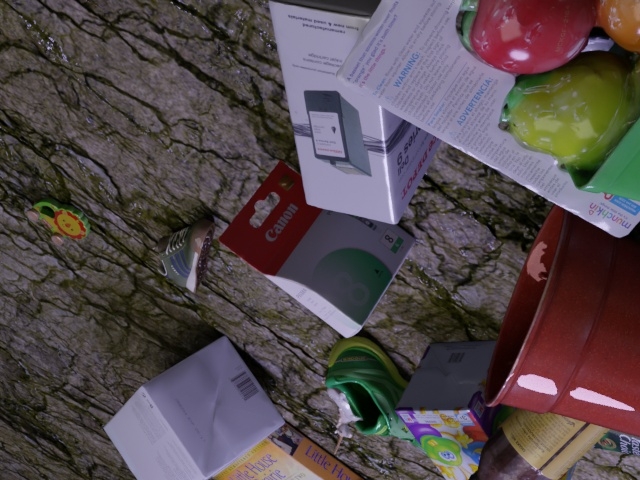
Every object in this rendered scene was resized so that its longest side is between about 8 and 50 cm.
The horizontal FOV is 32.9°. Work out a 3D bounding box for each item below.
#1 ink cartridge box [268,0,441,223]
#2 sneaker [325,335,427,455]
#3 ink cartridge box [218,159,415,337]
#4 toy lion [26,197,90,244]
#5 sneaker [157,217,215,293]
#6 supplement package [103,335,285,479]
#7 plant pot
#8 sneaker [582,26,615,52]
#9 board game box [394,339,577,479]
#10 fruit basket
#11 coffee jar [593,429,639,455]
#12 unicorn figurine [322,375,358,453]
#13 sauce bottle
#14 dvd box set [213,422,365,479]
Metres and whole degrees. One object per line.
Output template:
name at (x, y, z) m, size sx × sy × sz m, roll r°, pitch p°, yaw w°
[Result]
ink cartridge box at (0.059, -0.195, 1.201) m, size 0.121 × 0.211 × 0.289 m, roll 14°, pitch 141°, yaw 22°
sneaker at (0.116, 0.286, 1.787) m, size 0.295 × 0.123 × 0.109 m, roll 41°, pitch 143°, yaw -12°
ink cartridge box at (0.000, 0.000, 1.495) m, size 0.225 × 0.181 × 0.056 m, roll 39°, pitch 143°, yaw -5°
toy lion at (-0.460, -0.038, 1.932) m, size 0.096 × 0.034 × 0.100 m, roll -25°, pitch 115°, yaw 42°
sneaker at (-0.229, 0.017, 1.786) m, size 0.086 × 0.064 × 0.192 m, roll 25°, pitch 147°, yaw 4°
supplement package at (-0.240, 0.343, 2.018) m, size 0.199 × 0.198 × 0.263 m, roll 55°, pitch 144°, yaw 7°
plant pot at (0.369, 0.118, 1.306) m, size 0.265 × 0.272 × 0.272 m, roll 20°, pitch 143°, yaw 4°
sneaker at (0.308, -0.211, 1.144) m, size 0.109 × 0.040 × 0.044 m, roll 15°, pitch 157°, yaw 29°
board game box at (0.261, 0.301, 1.677) m, size 0.144 × 0.142 × 0.275 m, roll -9°, pitch 127°, yaw 43°
fruit basket at (0.245, -0.203, 1.025) m, size 0.353 × 0.165 × 0.327 m, roll 29°, pitch 115°, yaw -8°
coffee jar at (0.445, 0.263, 1.547) m, size 0.184 × 0.079 × 0.096 m, roll 8°, pitch 137°, yaw 30°
unicorn figurine at (0.053, 0.294, 1.911) m, size 0.111 × 0.060 × 0.162 m, roll -7°, pitch 112°, yaw 43°
sauce bottle at (0.300, 0.281, 1.506) m, size 0.111 × 0.111 × 0.344 m, roll 40°, pitch 106°, yaw -9°
dvd box set at (-0.007, 0.533, 2.220) m, size 0.420 × 0.062 × 0.307 m, roll 37°, pitch 144°, yaw -6°
